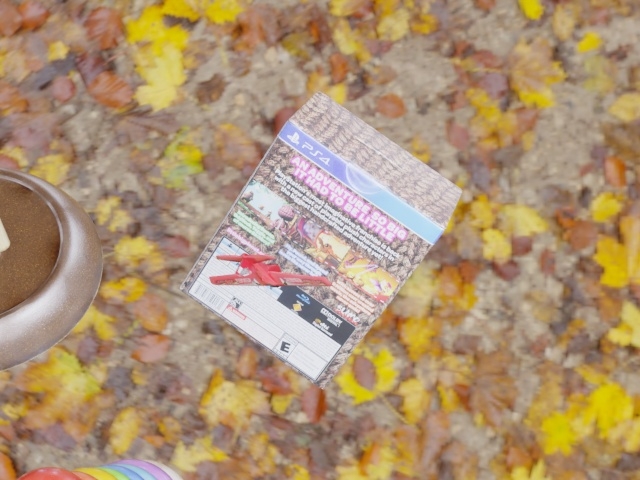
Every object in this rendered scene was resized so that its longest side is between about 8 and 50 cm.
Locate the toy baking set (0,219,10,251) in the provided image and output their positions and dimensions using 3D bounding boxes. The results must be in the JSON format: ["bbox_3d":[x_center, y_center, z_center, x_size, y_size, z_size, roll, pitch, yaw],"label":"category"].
[{"bbox_3d":[-0.345,-0.085,0.964,0.030,0.197,0.256,-41,129,-43],"label":"toy baking set"}]

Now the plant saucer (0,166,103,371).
[{"bbox_3d":[-0.415,0.019,1.401,0.311,0.050,0.310,2,52,-2],"label":"plant saucer"}]

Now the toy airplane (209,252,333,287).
[{"bbox_3d":[-0.067,0.035,1.340,0.151,0.151,0.028,7,80,-27],"label":"toy airplane"}]

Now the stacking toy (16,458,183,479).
[{"bbox_3d":[-0.242,0.288,1.250,0.141,0.330,0.141,-3,74,11],"label":"stacking toy"}]

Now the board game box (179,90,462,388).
[{"bbox_3d":[0.000,0.000,1.539,0.232,0.141,0.291,35,117,0],"label":"board game box"}]
